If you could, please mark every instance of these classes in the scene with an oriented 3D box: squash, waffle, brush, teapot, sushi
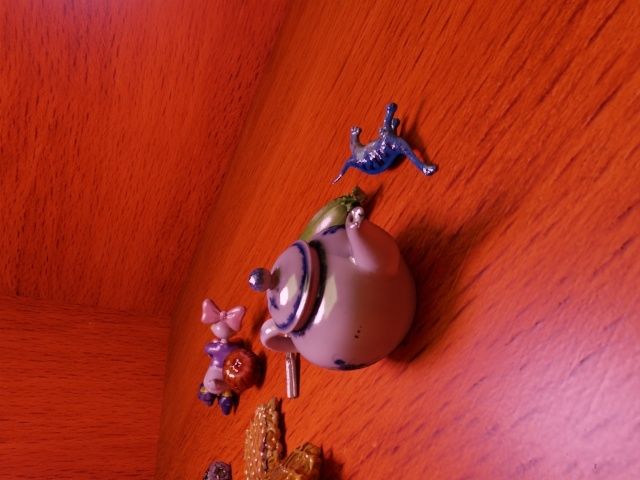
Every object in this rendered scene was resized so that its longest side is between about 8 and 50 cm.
[{"bbox_3d":[0.000,0.000,1.067,0.378,0.101,0.101,-48,37,45],"label":"squash"},{"bbox_3d":[-0.097,0.517,0.868,0.260,0.069,0.293,-43,-6,15],"label":"waffle"},{"bbox_3d":[-0.072,0.285,1.166,0.043,0.036,0.248,134,136,-57],"label":"brush"},{"bbox_3d":[0.011,0.092,0.766,0.424,0.280,0.252,126,149,-44],"label":"teapot"},{"bbox_3d":[-0.344,0.774,1.434,0.084,0.098,0.094,-59,19,27],"label":"sushi"},{"bbox_3d":[-0.157,0.558,1.196,0.243,0.059,0.238,-97,27,-43],"label":"waffle"}]

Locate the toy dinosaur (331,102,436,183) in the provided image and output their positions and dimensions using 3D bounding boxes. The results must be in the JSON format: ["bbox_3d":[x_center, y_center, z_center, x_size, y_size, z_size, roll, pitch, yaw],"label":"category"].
[{"bbox_3d":[0.125,-0.196,0.923,0.329,0.076,0.144,6,90,56],"label":"toy dinosaur"}]

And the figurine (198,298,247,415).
[{"bbox_3d":[-0.336,0.391,1.490,0.193,0.154,0.420,-71,-9,-80],"label":"figurine"}]

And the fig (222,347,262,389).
[{"bbox_3d":[-0.233,0.411,1.376,0.128,0.150,0.128,-34,20,15],"label":"fig"}]
